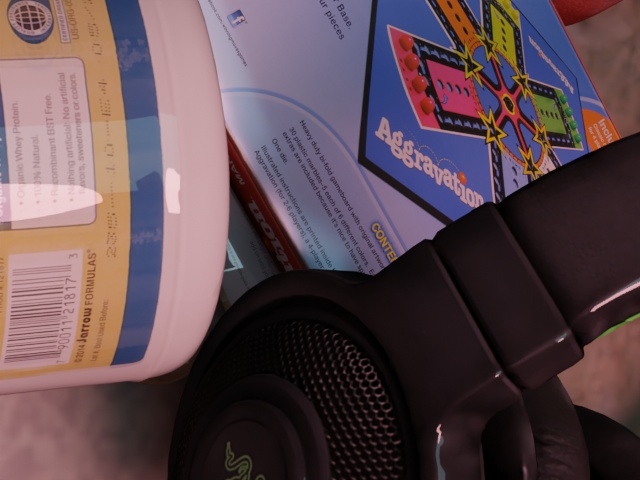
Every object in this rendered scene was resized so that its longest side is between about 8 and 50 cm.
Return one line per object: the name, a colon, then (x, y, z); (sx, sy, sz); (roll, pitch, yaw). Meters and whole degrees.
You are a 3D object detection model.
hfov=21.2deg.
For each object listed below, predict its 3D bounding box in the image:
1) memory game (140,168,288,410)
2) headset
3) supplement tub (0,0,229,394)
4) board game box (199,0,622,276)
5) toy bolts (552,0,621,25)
memory game: (0.000, 0.000, 0.649); (0.186, 0.012, 0.186); (0, 90, -24)
headset: (0.051, 0.123, 0.545); (0.394, 0.185, 0.243); (-35, 143, 12)
supplement tub: (-0.140, -0.021, 0.509); (0.200, 0.144, 0.144); (-5, 93, -22)
board game box: (0.011, -0.086, 0.631); (0.145, 0.027, 0.281); (-34, 103, -19)
toy bolts: (0.202, -0.101, 0.658); (0.218, 0.158, 0.228); (-47, 108, -16)
